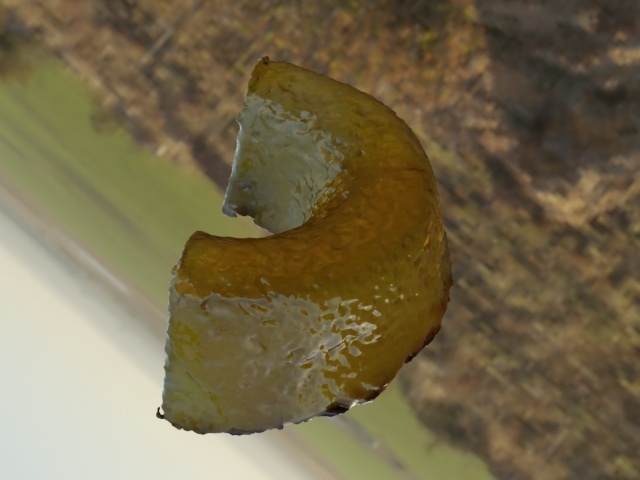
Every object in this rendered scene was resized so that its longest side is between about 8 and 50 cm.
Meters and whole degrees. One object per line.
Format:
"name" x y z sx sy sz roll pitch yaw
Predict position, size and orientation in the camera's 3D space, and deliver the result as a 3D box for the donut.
"donut" 0.005 -0.003 0.929 0.152 0.259 0.101 9 133 5
